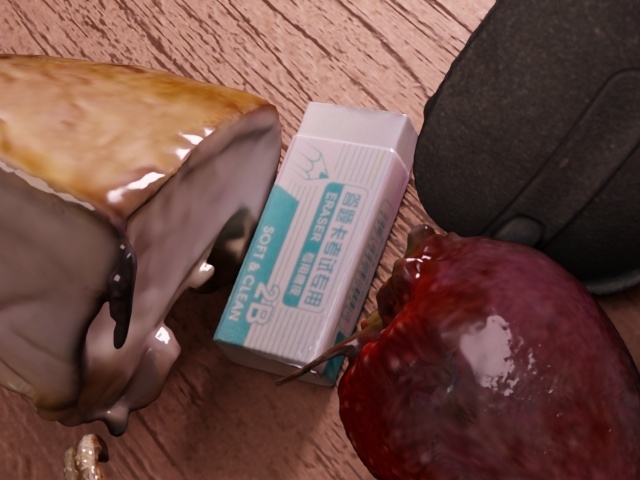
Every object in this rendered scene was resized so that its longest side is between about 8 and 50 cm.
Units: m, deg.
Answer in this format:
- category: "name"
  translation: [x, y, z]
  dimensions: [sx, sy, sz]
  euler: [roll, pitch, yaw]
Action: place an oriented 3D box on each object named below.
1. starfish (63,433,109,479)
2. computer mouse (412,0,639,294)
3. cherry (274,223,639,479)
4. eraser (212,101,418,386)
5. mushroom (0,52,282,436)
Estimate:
- category: "starfish"
  translation: [-0.115, 0.286, 0.856]
  dimensions: [0.303, 0.113, 0.312]
  euler: [-25, 72, 14]
- category: "computer mouse"
  translation: [0.184, -0.091, 0.809]
  dimensions: [0.203, 0.374, 0.114]
  euler: [25, 40, -2]
- category: "cherry"
  translation: [0.120, 0.110, 0.822]
  dimensions: [0.192, 0.175, 0.250]
  euler: [-48, 58, 5]
- category: "eraser"
  translation: [0.000, 0.000, 1.000]
  dimensions: [0.096, 0.052, 0.225]
  euler: [11, 69, 27]
- category: "mushroom"
  translation: [-0.254, -0.064, 0.937]
  dimensions: [0.397, 0.224, 0.313]
  euler: [20, 38, 11]
